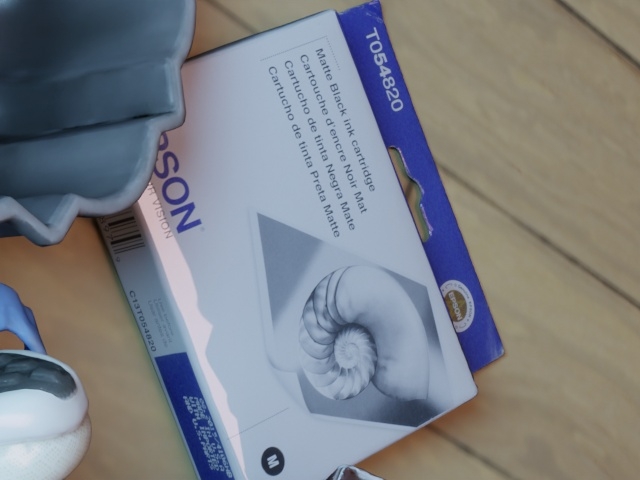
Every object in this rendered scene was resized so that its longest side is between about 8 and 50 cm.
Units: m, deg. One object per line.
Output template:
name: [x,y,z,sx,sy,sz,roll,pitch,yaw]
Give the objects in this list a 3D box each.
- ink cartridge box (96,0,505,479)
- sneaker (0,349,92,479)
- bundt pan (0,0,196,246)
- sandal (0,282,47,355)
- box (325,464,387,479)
ink cartridge box: [0.000,0.000,0.907,0.224,0.045,0.223,-26,98,-37]
sneaker: [-0.181,0.141,0.613,0.118,0.292,0.110,53,19,-5]
bundt pan: [-0.188,-0.145,0.689,0.331,0.124,0.330,41,41,-50]
sandal: [-0.170,0.135,0.700,0.126,0.138,0.317,-1,84,-39]
box: [0.025,0.226,0.758,0.168,0.203,0.167,27,64,-4]
